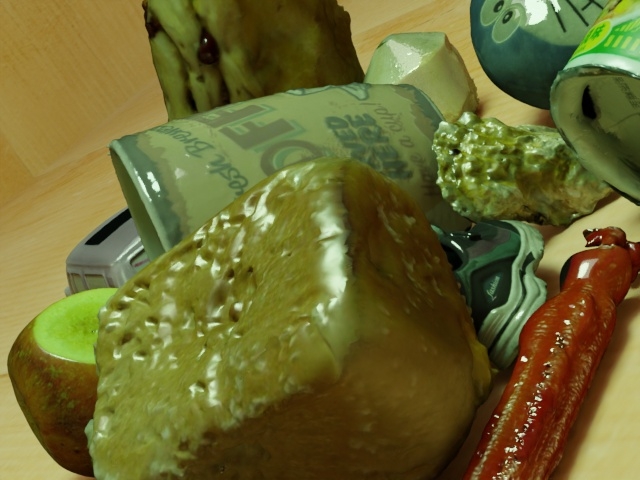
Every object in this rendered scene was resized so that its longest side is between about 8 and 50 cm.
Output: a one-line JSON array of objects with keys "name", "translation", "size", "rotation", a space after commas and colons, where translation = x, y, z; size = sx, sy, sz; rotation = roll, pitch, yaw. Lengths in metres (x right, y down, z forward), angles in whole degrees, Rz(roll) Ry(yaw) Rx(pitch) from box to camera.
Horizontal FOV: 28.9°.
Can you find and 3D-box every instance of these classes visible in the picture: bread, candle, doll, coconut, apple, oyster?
[{"name": "bread", "translation": [-0.051, -0.180, 1.363], "size": [0.191, 0.370, 0.314], "rotation": [2, 30, 17]}, {"name": "candle", "translation": [0.123, 0.097, 0.714], "size": [0.051, 0.048, 0.329], "rotation": [-10, 29, 37]}, {"name": "doll", "translation": [0.260, -0.230, 1.142], "size": [0.258, 0.154, 0.228], "rotation": [-24, 54, -2]}, {"name": "coconut", "translation": [0.103, -0.168, 1.339], "size": [0.116, 0.122, 0.116], "rotation": [-32, 18, 11]}, {"name": "apple", "translation": [-0.182, 0.112, 1.051], "size": [0.147, 0.163, 0.146], "rotation": [-29, 57, -19]}, {"name": "bread", "translation": [-0.020, 0.085, 0.770], "size": [0.246, 0.176, 0.196], "rotation": [-34, 38, 25]}, {"name": "oyster", "translation": [0.153, -0.051, 0.957], "size": [0.122, 0.146, 0.045], "rotation": [-48, -5, -14]}]

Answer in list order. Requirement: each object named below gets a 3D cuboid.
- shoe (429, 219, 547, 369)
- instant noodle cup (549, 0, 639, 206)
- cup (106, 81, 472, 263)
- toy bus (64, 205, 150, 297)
[{"name": "shoe", "translation": [0.098, 0.019, 0.861], "size": [0.071, 0.099, 0.169], "rotation": [-62, 9, 23]}, {"name": "instant noodle cup", "translation": [0.285, -0.143, 0.852], "size": [0.233, 0.207, 0.207], "rotation": [-48, 20, -18]}, {"name": "cup", "translation": [0.000, 0.000, 0.985], "size": [0.257, 0.227, 0.301], "rotation": [-24, 46, -9]}, {"name": "toy bus", "translation": [-0.158, 0.038, 1.237], "size": [0.142, 0.142, 0.202], "rotation": [-42, 18, -22]}]
